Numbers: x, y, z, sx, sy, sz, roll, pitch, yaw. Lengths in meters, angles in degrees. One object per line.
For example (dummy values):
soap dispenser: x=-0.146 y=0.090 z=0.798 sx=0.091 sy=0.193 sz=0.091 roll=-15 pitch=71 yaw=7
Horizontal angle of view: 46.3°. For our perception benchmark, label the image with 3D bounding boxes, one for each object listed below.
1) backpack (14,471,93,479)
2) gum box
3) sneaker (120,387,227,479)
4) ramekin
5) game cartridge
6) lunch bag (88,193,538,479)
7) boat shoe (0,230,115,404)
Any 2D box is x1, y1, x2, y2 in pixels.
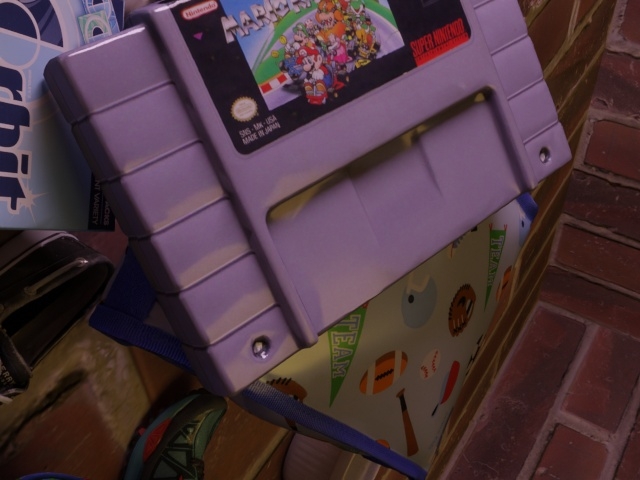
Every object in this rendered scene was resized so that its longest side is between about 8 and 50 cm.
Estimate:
backpack: x=-0.196 y=0.333 z=0.486 sx=0.355 sy=0.290 sz=0.273 roll=-111 pitch=-138 yaw=-76
gum box: x=-0.188 y=-0.084 z=0.423 sx=0.184 sy=0.041 sz=0.157 roll=2 pitch=91 yaw=-66
sneaker: x=-0.150 y=0.286 z=0.786 sx=0.262 sy=0.125 sz=0.104 roll=-63 pitch=157 yaw=-8
ramekin: x=0.026 y=0.356 z=1.242 sx=0.207 sy=0.109 sz=0.207 roll=-47 pitch=150 yaw=-38
game cartridge: x=0.023 y=-0.085 z=0.517 sx=0.355 sy=0.068 sz=0.230 roll=-32 pitch=109 yaw=-29
lunch bag: x=0.000 y=0.000 z=0.673 sx=0.385 sy=0.239 sz=0.328 roll=42 pitch=67 yaw=-52
boat shoe: x=-0.229 y=0.075 z=0.497 sx=0.219 sy=0.070 sz=0.078 roll=-52 pitch=152 yaw=-31
